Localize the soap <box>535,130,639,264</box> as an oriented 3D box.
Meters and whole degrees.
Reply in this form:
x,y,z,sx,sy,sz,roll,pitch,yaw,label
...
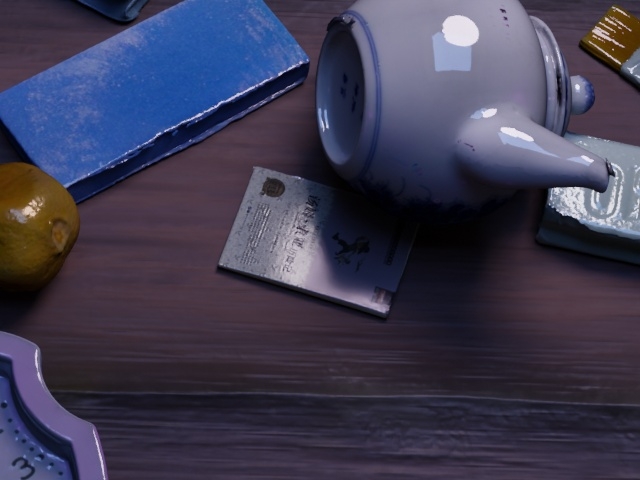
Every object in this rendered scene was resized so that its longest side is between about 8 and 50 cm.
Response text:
x,y,z,sx,sy,sz,roll,pitch,yaw,label
0.326,-0.036,1.780,0.198,0.063,0.115,11,61,2,soap

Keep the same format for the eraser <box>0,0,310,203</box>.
x,y,z,sx,sy,sz,roll,pitch,yaw,label
-0.175,-0.158,1.822,0.311,0.043,0.144,-30,66,-21,eraser

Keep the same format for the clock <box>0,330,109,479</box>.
x,y,z,sx,sy,sz,roll,pitch,yaw,label
-0.347,0.242,1.538,0.338,0.102,0.339,2,58,-3,clock

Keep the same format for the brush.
x,y,z,sx,sy,sz,roll,pitch,yaw,label
0.429,-0.140,1.876,0.336,0.020,0.085,38,63,16,brush

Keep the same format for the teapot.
x,y,z,sx,sy,sz,roll,pitch,yaw,label
0.145,-0.143,1.727,0.280,0.252,0.424,-3,28,-21,teapot

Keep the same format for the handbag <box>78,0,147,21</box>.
x,y,z,sx,sy,sz,roll,pitch,yaw,label
-0.263,-0.339,1.920,0.221,0.057,0.144,26,54,12,handbag

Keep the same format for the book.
x,y,z,sx,sy,sz,roll,pitch,yaw,label
0.000,0.000,1.760,0.181,0.014,0.127,17,59,6,book

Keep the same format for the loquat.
x,y,z,sx,sy,sz,roll,pitch,yaw,label
-0.300,-0.012,1.688,0.137,0.113,0.137,-9,60,16,loquat
